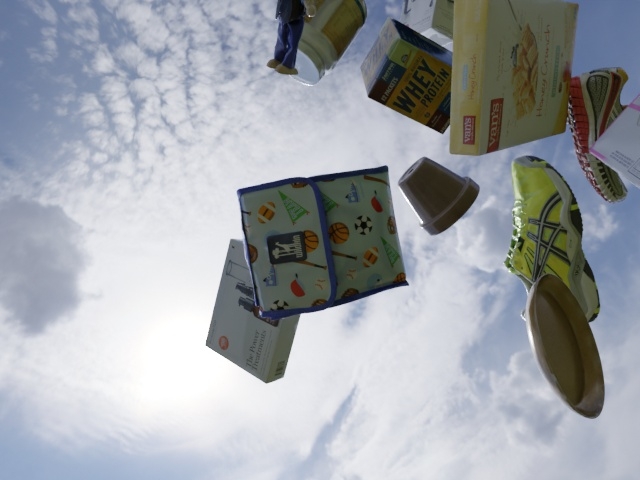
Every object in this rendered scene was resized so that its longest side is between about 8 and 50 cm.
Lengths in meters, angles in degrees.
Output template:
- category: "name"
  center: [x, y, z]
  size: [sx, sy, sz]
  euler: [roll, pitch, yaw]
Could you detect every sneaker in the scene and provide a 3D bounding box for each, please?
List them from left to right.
- category: "sneaker"
  center: [0.473, 0.003, 0.981]
  size: [0.147, 0.145, 0.385]
  euler: [-15, -97, 6]
- category: "sneaker"
  center: [0.442, -0.154, 0.691]
  size: [0.092, 0.088, 0.225]
  euler: [-19, -60, 24]

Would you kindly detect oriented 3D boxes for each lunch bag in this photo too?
- category: "lunch bag"
  center: [0.000, 0.000, 1.136]
  size: [0.385, 0.239, 0.328]
  euler: [-10, -89, -23]

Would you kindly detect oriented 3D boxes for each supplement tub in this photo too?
- category: "supplement tub"
  center: [-0.001, -0.466, 1.013]
  size: [0.144, 0.144, 0.200]
  euler: [39, -104, -28]

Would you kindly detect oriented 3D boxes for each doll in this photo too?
- category: "doll"
  center: [-0.044, -0.358, 0.696]
  size: [0.046, 0.129, 0.189]
  euler: [-7, -56, -28]

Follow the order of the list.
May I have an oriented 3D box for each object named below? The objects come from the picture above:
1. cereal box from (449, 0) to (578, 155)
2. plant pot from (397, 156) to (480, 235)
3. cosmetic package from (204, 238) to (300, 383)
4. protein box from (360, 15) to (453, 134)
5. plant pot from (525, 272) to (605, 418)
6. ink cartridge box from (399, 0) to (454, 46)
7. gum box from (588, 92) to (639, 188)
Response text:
- category: "cereal box"
  center: [0.248, -0.209, 0.570]
  size: [0.240, 0.047, 0.173]
  euler: [-21, -65, -38]
- category: "plant pot"
  center: [0.419, -0.187, 1.689]
  size: [0.229, 0.263, 0.263]
  euler: [43, -91, -7]
- category: "cosmetic package"
  center: [-0.203, 0.213, 1.436]
  size: [0.097, 0.284, 0.378]
  euler: [4, -77, -55]
- category: "protein box"
  center: [0.217, -0.380, 1.035]
  size: [0.201, 0.200, 0.136]
  euler: [21, -54, -17]
- category: "plant pot"
  center: [0.404, 0.172, 0.755]
  size: [0.236, 0.032, 0.237]
  euler: [21, -123, -36]
- category: "ink cartridge box"
  center: [0.296, -0.630, 1.207]
  size: [0.092, 0.158, 0.218]
  euler: [13, -92, -28]
- category: "gum box"
  center: [0.249, -0.024, 0.256]
  size: [0.107, 0.188, 0.062]
  euler: [31, -62, -6]
